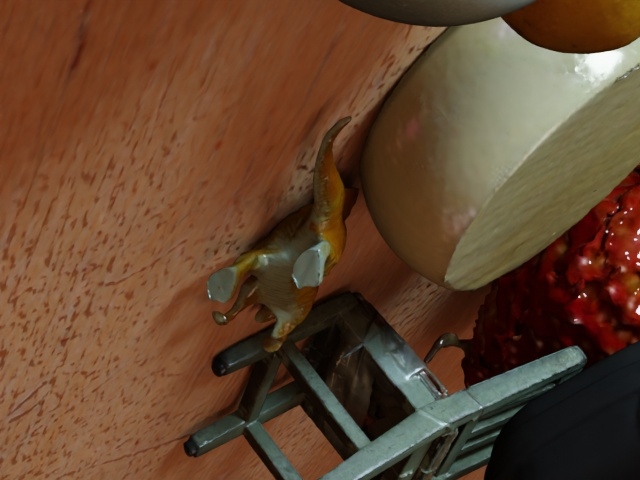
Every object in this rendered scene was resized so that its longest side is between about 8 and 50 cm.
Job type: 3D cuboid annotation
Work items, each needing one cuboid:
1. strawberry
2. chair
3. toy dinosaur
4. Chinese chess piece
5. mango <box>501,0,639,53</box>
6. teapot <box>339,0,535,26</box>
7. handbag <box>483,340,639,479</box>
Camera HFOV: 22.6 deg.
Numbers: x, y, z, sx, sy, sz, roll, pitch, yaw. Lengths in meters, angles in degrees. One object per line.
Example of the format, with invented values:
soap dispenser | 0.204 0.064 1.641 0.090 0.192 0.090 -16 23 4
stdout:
strawberry | 0.243 0.070 1.366 0.343 0.292 0.292 -34 165 29
chair | 0.048 0.122 1.241 0.270 0.147 0.136 -25 153 -31
toy dinosaur | -0.001 0.001 1.035 0.212 0.057 0.142 -50 170 28
Chinese chess piece | 0.140 -0.078 1.054 0.251 0.097 0.251 -35 161 -14
mango | 0.144 -0.184 0.765 0.112 0.145 0.219 7 143 -14
teapot | 0.058 -0.172 0.593 0.294 0.129 0.193 1 112 -50
handbag | 0.274 0.175 1.211 0.253 0.093 0.308 29 131 -32
